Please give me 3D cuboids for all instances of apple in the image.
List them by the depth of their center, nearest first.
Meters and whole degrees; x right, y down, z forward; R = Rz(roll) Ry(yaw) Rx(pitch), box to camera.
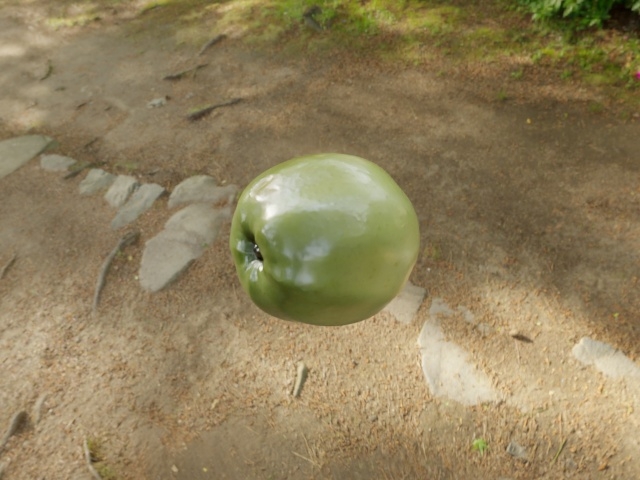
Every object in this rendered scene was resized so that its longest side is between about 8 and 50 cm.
[{"bbox_3d":[0.000,0.000,0.914,0.357,0.357,0.357,-7,48,8],"label":"apple"}]
